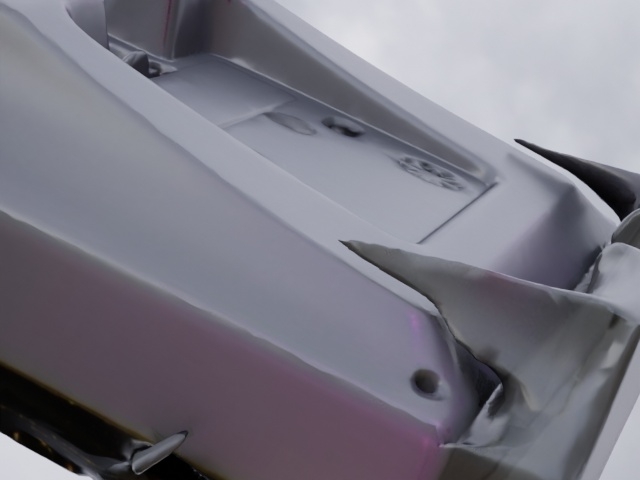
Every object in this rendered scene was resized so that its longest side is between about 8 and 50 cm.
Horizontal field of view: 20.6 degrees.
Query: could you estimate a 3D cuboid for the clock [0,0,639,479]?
[{"bbox_3d":[0.000,0.000,0.467,0.083,0.186,0.253,-68,-11,17],"label":"clock"}]
